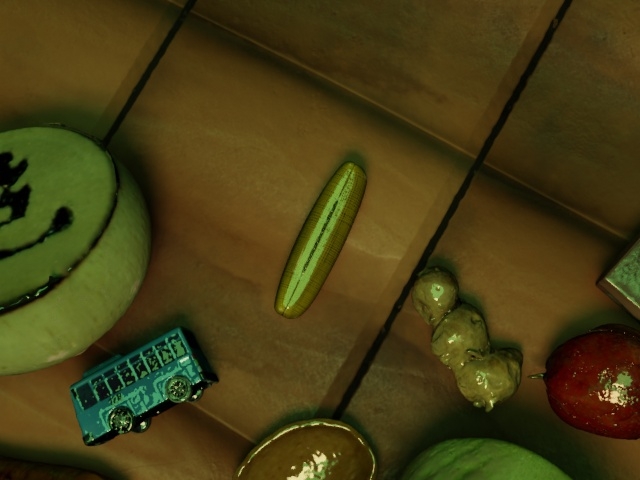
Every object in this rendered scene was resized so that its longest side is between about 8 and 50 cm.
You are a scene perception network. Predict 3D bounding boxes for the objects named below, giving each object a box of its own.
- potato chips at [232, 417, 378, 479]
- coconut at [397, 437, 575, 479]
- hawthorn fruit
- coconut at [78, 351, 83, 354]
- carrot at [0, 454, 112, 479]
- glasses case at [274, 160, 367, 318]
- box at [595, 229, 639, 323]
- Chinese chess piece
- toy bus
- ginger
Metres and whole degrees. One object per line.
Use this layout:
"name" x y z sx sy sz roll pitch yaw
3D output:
"potato chips" -0.025 0.322 1.082 0.201 0.049 0.150 -42 83 -4
"coconut" 0.200 0.385 0.935 0.328 0.328 0.281 -7 111 4
"hawthorn fruit" 0.353 0.180 1.031 0.172 0.148 0.148 -5 80 20
"coconut" -0.360 0.111 1.114 0.124 0.110 0.110 5 81 11
"carrot" -0.410 0.345 1.082 0.301 0.114 0.114 9 82 7
"glasses case" 0.000 0.000 1.118 0.064 0.079 0.234 26 84 1
"box" 0.510 0.051 1.062 0.215 0.086 0.215 42 86 10
"Chinese chess piece" -0.397 0.004 1.053 0.349 0.146 0.349 -6 51 7
"toy bus" -0.245 0.199 1.102 0.184 0.090 0.106 -28 79 -2
"ginger" 0.190 0.128 1.081 0.104 0.080 0.204 -33 81 -26
